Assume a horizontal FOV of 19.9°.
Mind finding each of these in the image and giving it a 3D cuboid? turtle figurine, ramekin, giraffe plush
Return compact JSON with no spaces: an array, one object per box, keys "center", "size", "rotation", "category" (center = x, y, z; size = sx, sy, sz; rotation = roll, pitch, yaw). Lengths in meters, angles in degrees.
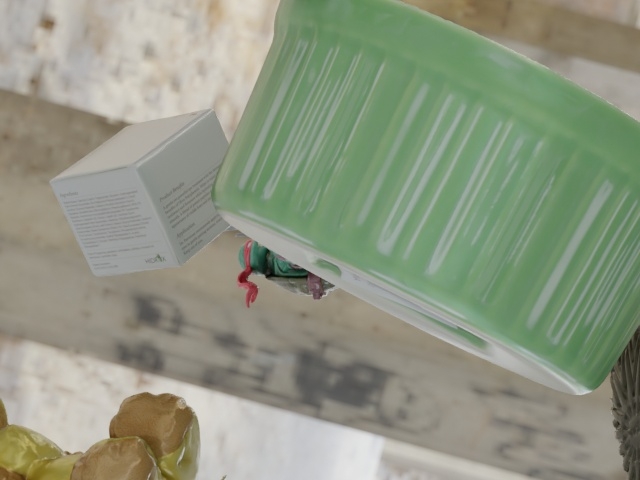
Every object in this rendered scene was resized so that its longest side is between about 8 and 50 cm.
[{"center":[0.000,0.000,1.841],"size":[0.175,0.234,0.118],"rotation":[-64,154,-64],"category":"turtle figurine"},{"center":[0.080,-0.025,1.140],"size":[0.148,0.303,0.303],"rotation":[-63,176,-4],"category":"ramekin"},{"center":[-0.176,0.176,1.227],"size":[0.210,0.171,0.181],"rotation":[-4,106,-76],"category":"giraffe plush"}]

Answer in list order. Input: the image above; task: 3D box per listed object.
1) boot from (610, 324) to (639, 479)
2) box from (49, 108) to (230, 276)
[{"center":[0.366,0.162,1.415],"size":[0.089,0.270,0.236],"rotation":[131,-39,-61],"category":"boot"},{"center":[-0.127,-0.036,1.382],"size":[0.101,0.102,0.087],"rotation":[-41,116,-44],"category":"box"}]
